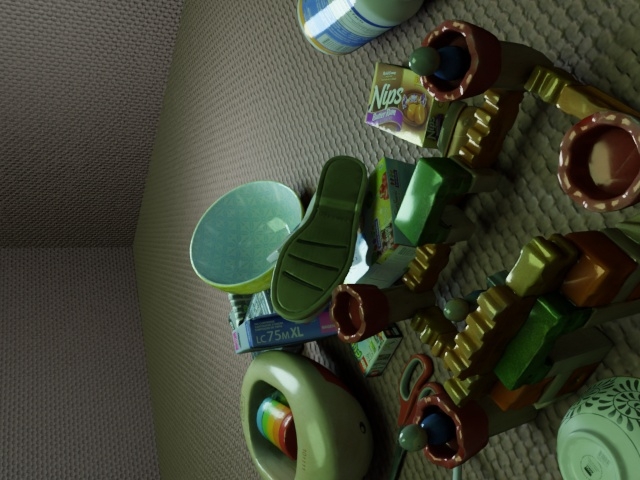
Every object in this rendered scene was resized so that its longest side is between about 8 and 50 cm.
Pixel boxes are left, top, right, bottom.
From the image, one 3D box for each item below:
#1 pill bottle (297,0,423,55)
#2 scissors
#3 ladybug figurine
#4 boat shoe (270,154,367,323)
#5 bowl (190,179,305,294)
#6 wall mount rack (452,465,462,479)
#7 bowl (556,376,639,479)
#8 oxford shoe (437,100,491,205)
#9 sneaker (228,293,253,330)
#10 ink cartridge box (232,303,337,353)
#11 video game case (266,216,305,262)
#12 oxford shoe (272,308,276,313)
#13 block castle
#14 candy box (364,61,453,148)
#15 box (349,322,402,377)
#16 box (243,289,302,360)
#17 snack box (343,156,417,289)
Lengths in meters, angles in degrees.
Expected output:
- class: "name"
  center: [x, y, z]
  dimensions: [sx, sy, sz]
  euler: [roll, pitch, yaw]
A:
- class: "pill bottle"
  center: [0.081, -0.420, 0.978]
  dimensions: [0.272, 0.152, 0.152]
  euler: [-3, 87, 63]
- class: "scissors"
  center: [0.142, 0.324, 1.006]
  dimensions: [0.109, 0.021, 0.297]
  euler: [57, 139, 44]
- class: "ladybug figurine"
  center: [-0.035, 0.375, 1.193]
  dimensions: [0.449, 0.161, 0.305]
  euler: [10, 100, 62]
- class: "boat shoe"
  center: [0.009, 0.008, 0.946]
  dimensions: [0.103, 0.113, 0.302]
  euler: [92, -160, -59]
- class: "bowl"
  center: [-0.143, 0.017, 1.384]
  dimensions: [0.156, 0.289, 0.289]
  euler: [54, -172, -49]
- class: "wall mount rack"
  center: [0.194, 0.469, 0.791]
  dimensions: [0.304, 0.130, 0.350]
  euler: [53, 135, 45]
- class: "bowl"
  center: [0.305, 0.232, 0.609]
  dimensions: [0.170, 0.080, 0.170]
  euler: [3, 93, 63]
- class: "oxford shoe"
  center: [0.200, -0.088, 0.840]
  dimensions: [0.076, 0.076, 0.212]
  euler: [22, 126, 21]
- class: "sneaker"
  center: [-0.237, 0.177, 1.686]
  dimensions: [0.132, 0.086, 0.229]
  euler: [160, 107, -64]
- class: "ink cartridge box"
  center: [-0.065, 0.179, 1.166]
  dimensions: [0.311, 0.185, 0.065]
  euler: [132, 129, -69]
- class: "video game case"
  center: [-0.047, -0.016, 1.176]
  dimensions: [0.019, 0.143, 0.157]
  euler: [44, 166, -4]
- class: "oxford shoe"
  center: [-0.043, 0.126, 1.281]
  dimensions: [0.227, 0.096, 0.083]
  euler: [134, 145, -73]
- class: "block castle"
  center: [0.176, 0.018, 0.677]
  dimensions: [0.303, 0.212, 0.453]
  euler: [51, 135, 40]
- class: "candy box"
  center: [0.146, -0.225, 0.959]
  dimensions: [0.186, 0.053, 0.109]
  euler: [42, 127, 55]
- class: "box"
  center: [0.078, 0.142, 1.109]
  dimensions: [0.207, 0.036, 0.114]
  euler: [63, 143, 42]
- class: "box"
  center: [-0.128, 0.239, 1.494]
  dimensions: [0.233, 0.059, 0.183]
  euler: [64, 144, 43]
- class: "snack box"
  center: [0.096, -0.010, 1.007]
  dimensions: [0.207, 0.070, 0.175]
  euler: [126, 149, -50]
